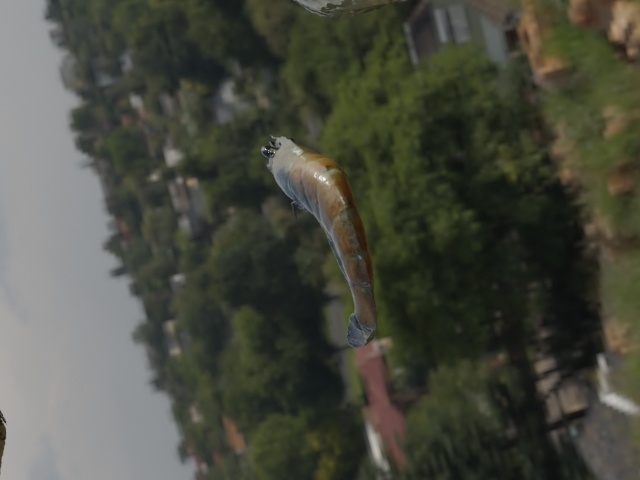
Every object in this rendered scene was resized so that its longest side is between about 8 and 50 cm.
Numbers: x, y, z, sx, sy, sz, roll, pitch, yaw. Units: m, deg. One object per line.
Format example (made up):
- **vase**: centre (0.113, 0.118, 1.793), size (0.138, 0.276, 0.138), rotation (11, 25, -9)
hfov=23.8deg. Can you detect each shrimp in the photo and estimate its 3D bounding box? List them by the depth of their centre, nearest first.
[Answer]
- **shrimp**: centre (0.000, 0.000, 1.435), size (0.262, 0.051, 0.198), rotation (-137, 32, -63)

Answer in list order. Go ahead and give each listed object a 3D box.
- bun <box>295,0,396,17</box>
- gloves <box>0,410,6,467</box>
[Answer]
- **bun**: centre (0.063, -0.287, 1.169), size (0.273, 0.168, 0.272), rotation (-158, 90, -78)
- **gloves**: centre (-0.316, 0.177, 1.354), size (0.153, 0.070, 0.114), rotation (26, 99, 65)
